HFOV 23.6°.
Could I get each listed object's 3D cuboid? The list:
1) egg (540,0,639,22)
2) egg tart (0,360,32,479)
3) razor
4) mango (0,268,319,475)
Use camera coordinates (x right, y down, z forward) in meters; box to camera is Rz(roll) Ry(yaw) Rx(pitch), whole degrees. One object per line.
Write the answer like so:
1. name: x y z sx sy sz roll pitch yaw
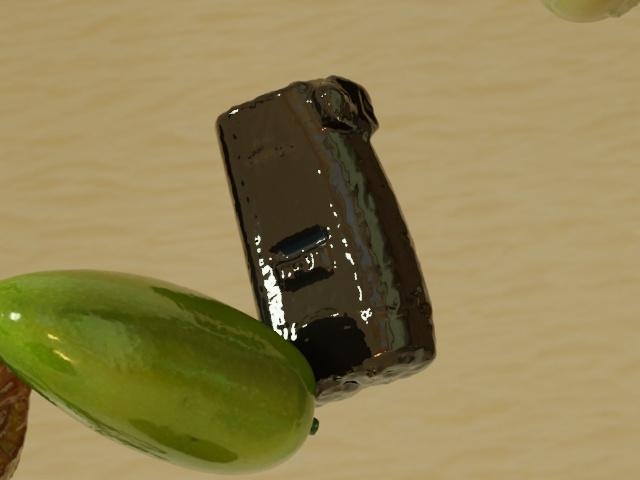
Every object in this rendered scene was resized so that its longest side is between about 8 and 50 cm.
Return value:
1. egg: 0.310 -0.338 1.696 0.164 0.164 0.201 -31 -34 -85
2. egg tart: -0.381 0.168 1.587 0.241 0.106 0.241 3 -90 -73
3. razor: 0.002 -0.001 1.574 0.107 0.189 0.327 5 -113 -61
4. mango: -0.157 0.111 1.398 0.192 0.343 0.156 21 85 59
